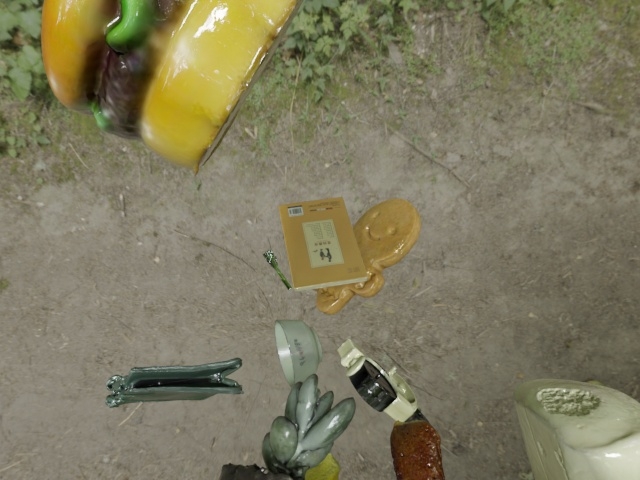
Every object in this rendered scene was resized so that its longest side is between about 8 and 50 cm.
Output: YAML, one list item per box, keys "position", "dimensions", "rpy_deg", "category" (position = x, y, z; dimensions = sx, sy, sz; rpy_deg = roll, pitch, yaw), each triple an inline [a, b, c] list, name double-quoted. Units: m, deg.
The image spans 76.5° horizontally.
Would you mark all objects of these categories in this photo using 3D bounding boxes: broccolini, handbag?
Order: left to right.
- position: [-0.332, 0.326, 0.920]
  dimensions: [0.260, 0.247, 0.079]
  rpy_deg: [8, 64, -34]
  category: "handbag"
- position: [-0.119, 0.084, 1.178]
  dimensions: [0.035, 0.030, 0.140]
  rpy_deg: [-40, 70, 4]
  category: "broccolini"

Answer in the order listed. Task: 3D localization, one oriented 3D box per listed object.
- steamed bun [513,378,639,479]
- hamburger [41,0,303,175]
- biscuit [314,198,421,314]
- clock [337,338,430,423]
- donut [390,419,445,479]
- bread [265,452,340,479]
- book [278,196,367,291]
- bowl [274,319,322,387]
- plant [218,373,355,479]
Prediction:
- position: [0.783, 0.612, 1.155]
  dimensions: [0.289, 0.456, 0.371]
  rpy_deg: [-16, 92, 1]
  category: "steamed bun"
- position: [-0.209, -0.321, 0.594]
  dimensions: [0.277, 0.395, 0.396]
  rpy_deg: [30, 75, -18]
  category: "hamburger"
- position: [0.106, 0.029, 1.053]
  dimensions: [0.355, 0.275, 0.052]
  rpy_deg: [-42, 123, 11]
  category: "biscuit"
- position: [0.229, 0.522, 1.433]
  dimensions: [0.120, 0.276, 0.379]
  rpy_deg: [-43, 117, 5]
  category: "clock"
- position: [0.248, 0.549, 0.897]
  dimensions: [0.112, 0.151, 0.295]
  rpy_deg: [-45, 66, 31]
  category: "donut"
- position: [-0.084, 0.760, 1.087]
  dimensions: [0.233, 0.361, 0.245]
  rpy_deg: [-7, 94, 36]
  category: "bread"
- position: [0.000, 0.000, 0.672]
  dimensions: [0.118, 0.012, 0.172]
  rpy_deg: [-8, 55, -7]
  category: "book"
- position: [-0.065, 0.339, 1.266]
  dimensions: [0.112, 0.211, 0.211]
  rpy_deg: [-10, 77, -20]
  category: "bowl"
- position: [-0.055, 0.334, 0.597]
  dimensions: [0.146, 0.149, 0.275]
  rpy_deg: [8, 52, 33]
  category: "plant"
